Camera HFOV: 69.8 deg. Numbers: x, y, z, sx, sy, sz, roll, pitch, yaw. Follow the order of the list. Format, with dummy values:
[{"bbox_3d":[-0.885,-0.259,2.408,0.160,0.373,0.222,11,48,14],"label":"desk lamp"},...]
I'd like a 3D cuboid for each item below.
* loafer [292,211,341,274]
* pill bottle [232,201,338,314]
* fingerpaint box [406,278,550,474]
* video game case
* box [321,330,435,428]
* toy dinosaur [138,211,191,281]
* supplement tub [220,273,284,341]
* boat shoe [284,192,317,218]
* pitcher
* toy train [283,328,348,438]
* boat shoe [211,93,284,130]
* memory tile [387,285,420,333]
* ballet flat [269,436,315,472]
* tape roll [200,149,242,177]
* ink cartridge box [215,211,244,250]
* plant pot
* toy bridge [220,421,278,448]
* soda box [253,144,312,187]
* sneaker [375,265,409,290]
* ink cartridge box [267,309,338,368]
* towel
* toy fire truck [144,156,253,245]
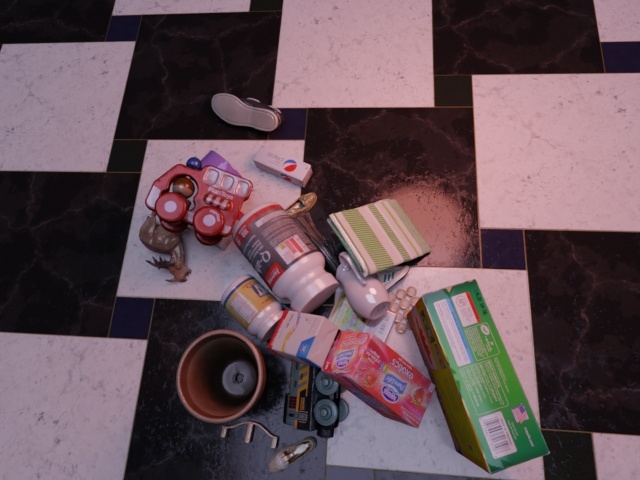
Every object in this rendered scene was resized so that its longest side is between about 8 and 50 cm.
[{"bbox_3d":[0.000,0.000,1.618,0.084,0.096,0.267,-36,68,-17],"label":"loafer"},{"bbox_3d":[-0.116,0.062,1.543,0.210,0.210,0.363,-38,72,-7],"label":"pill bottle"},{"bbox_3d":[0.412,0.371,1.295,0.163,0.371,0.445,-17,72,-2],"label":"fingerpaint box"},{"bbox_3d":[0.116,0.309,1.528,0.206,0.026,0.227,21,76,16],"label":"video game case"},{"bbox_3d":[0.172,0.403,1.344,0.300,0.154,0.142,42,64,-23],"label":"box"},{"bbox_3d":[-0.582,0.006,1.662,0.295,0.127,0.200,32,84,21],"label":"toy dinosaur"},{"bbox_3d":[-0.219,0.226,1.533,0.199,0.144,0.144,42,80,16],"label":"supplement tub"},{"bbox_3d":[-0.079,-0.128,1.689,0.153,0.048,0.056,-34,72,-6],"label":"boat shoe"},{"bbox_3d":[0.128,0.143,1.481,0.125,0.178,0.207,-32,52,-12],"label":"pitcher"},{"bbox_3d":[-0.013,0.437,1.434,0.190,0.142,0.334,-1,76,22],"label":"toy train"},{"bbox_3d":[-0.288,-0.508,1.820,0.302,0.091,0.114,26,120,12],"label":"boat shoe"},{"bbox_3d":[0.291,0.233,1.550,0.113,0.012,0.148,-16,70,0],"label":"memory tile"},{"bbox_3d":[-0.092,0.662,1.422,0.168,0.052,0.057,-32,72,-5],"label":"ballet flat"},{"bbox_3d":[-0.360,-0.234,1.680,0.189,0.189,0.080,40,79,16],"label":"tape roll"},{"bbox_3d":[-0.361,-0.056,1.685,0.109,0.063,0.150,31,77,15],"label":"ink cartridge box"},{"bbox_3d":[-0.284,0.424,1.428,0.263,0.229,0.263,-2,72,5],"label":"plant pot"},{"bbox_3d":[-0.227,0.613,1.466,0.188,0.026,0.063,9,70,9],"label":"toy bridge"},{"bbox_3d":[-0.142,-0.280,1.737,0.216,0.069,0.074,25,76,14],"label":"soda box"},{"bbox_3d":[0.229,0.123,1.569,0.161,0.057,0.075,-38,78,-4],"label":"sneaker"},{"bbox_3d":[-0.070,0.294,1.401,0.231,0.078,0.134,-1,57,46],"label":"ink cartridge box"},{"bbox_3d":[0.201,-0.019,1.542,0.325,0.038,0.248,-17,66,-39],"label":"towel"},{"bbox_3d":[-0.405,-0.139,1.528,0.302,0.169,0.254,22,74,-7],"label":"toy fire truck"}]
